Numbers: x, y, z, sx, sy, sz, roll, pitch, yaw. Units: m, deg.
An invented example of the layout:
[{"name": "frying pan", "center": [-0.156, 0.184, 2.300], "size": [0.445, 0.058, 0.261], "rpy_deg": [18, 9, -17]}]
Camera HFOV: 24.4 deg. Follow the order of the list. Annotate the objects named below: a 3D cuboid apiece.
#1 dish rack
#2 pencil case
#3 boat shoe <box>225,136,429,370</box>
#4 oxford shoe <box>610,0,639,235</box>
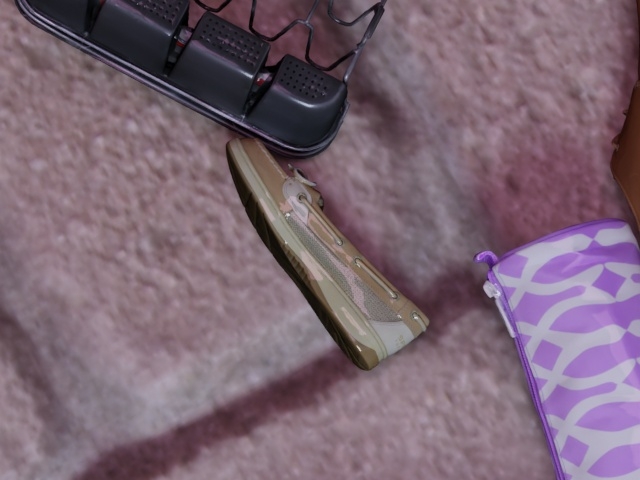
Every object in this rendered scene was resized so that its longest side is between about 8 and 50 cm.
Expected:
[{"name": "dish rack", "center": [-0.029, -0.209, 0.858], "size": [0.208, 0.074, 0.272], "rpy_deg": [28, 76, -7]}, {"name": "pencil case", "center": [0.148, 0.088, 0.778], "size": [0.088, 0.086, 0.206], "rpy_deg": [-13, 75, -9]}, {"name": "boat shoe", "center": [0.000, 0.000, 0.837], "size": [0.048, 0.056, 0.153], "rpy_deg": [-33, 76, -11]}, {"name": "oxford shoe", "center": [0.191, -0.070, 0.825], "size": [0.076, 0.076, 0.212], "rpy_deg": [-24, 58, 42]}]
